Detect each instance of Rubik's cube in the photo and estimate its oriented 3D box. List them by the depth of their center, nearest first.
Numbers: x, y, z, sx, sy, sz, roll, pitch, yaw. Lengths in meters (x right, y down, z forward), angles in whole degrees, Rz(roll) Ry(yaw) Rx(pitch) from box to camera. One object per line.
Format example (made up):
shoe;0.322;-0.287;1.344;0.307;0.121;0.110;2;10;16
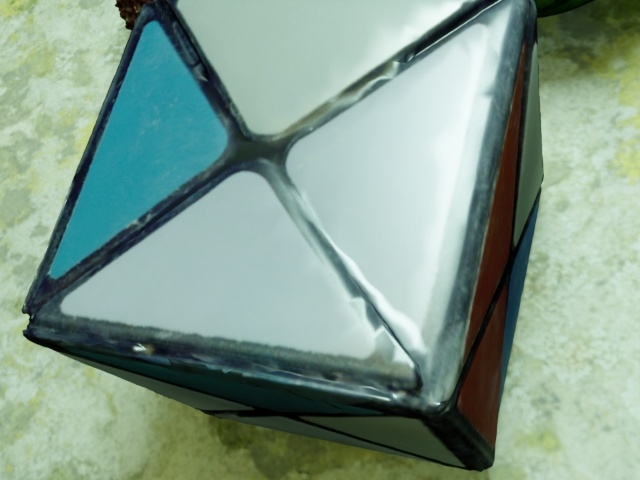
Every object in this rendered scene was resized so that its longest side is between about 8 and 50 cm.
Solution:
Rubik's cube;0.000;0.000;0.596;0.309;0.307;0.306;9;73;23

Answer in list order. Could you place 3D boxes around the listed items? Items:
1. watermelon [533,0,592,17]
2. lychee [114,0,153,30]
watermelon;0.198;-0.389;0.673;0.362;0.363;0.364;-7;66;15
lychee;-0.158;-0.299;0.858;0.187;0.188;0.188;-7;66;15
